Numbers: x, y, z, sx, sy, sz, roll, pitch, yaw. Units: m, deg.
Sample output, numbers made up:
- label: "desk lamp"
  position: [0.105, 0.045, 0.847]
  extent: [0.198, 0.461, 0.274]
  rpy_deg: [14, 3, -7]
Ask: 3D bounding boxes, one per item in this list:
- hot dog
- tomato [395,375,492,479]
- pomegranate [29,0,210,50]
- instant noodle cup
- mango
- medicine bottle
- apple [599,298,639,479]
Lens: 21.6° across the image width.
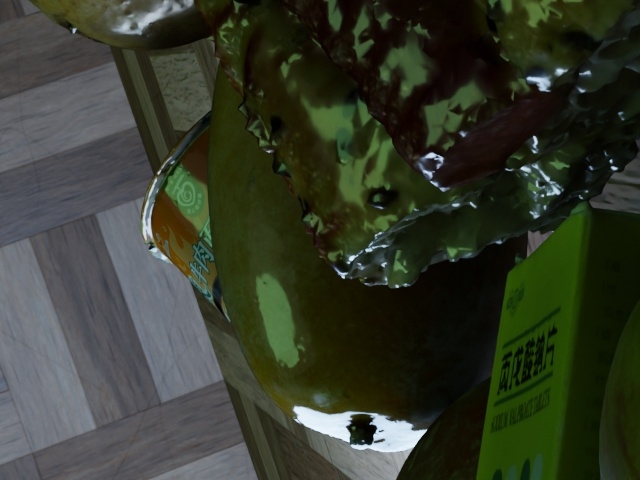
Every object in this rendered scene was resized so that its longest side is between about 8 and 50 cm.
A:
- label: "hot dog"
  position: [0.027, -0.192, 0.831]
  extent: [0.365, 0.196, 0.367]
  rpy_deg: [63, 154, 15]
- label: "tomato"
  position: [0.149, 0.204, 0.983]
  extent: [0.270, 0.223, 0.270]
  rpy_deg: [159, 90, -80]
- label: "pomegranate"
  position: [-0.141, -0.293, 1.325]
  extent: [0.281, 0.281, 0.281]
  rpy_deg: [160, 90, -77]
- label: "instant noodle cup"
  position: [0.000, 0.000, 1.332]
  extent: [0.182, 0.230, 0.230]
  rpy_deg: [51, 160, 26]
- label: "mango"
  position: [0.029, -0.046, 1.120]
  extent: [0.199, 0.221, 0.384]
  rpy_deg: [-36, 48, 45]
- label: "medicine bottle"
  position: [0.152, 0.122, 0.799]
  extent: [0.137, 0.141, 0.250]
  rpy_deg: [115, 165, -73]
- label: "apple"
  position: [0.199, 0.079, 0.647]
  extent: [0.196, 0.196, 0.196]
  rpy_deg: [160, 90, -77]
